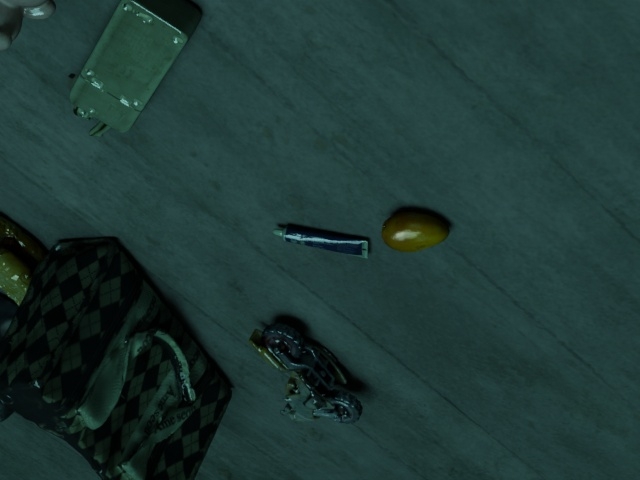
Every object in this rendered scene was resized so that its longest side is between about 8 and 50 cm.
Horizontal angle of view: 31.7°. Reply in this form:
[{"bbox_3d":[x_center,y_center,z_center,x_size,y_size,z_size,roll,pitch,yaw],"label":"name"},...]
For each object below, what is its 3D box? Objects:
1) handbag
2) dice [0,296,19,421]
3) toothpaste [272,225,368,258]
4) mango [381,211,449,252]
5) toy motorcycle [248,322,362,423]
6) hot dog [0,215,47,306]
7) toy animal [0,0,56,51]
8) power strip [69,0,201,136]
[{"bbox_3d":[-0.324,0.244,1.804,0.180,0.317,0.416,-9,134,28],"label":"handbag"},{"bbox_3d":[-0.610,0.208,2.026,0.182,0.181,0.183,22,146,1],"label":"dice"},{"bbox_3d":[0.000,0.000,1.568,0.139,0.021,0.037,11,141,13],"label":"toothpaste"},{"bbox_3d":[0.124,-0.011,1.469,0.089,0.046,0.060,-1,141,10],"label":"mango"},{"bbox_3d":[-0.035,0.223,1.809,0.129,0.094,0.229,-15,125,42],"label":"toy motorcycle"},{"bbox_3d":[-0.481,0.051,1.843,0.073,0.084,0.242,-8,133,31],"label":"hot dog"},{"bbox_3d":[-0.341,-0.320,1.300,0.212,0.124,0.124,-42,114,17],"label":"toy animal"},{"bbox_3d":[-0.244,-0.213,1.405,0.093,0.053,0.288,31,144,-13],"label":"power strip"}]
